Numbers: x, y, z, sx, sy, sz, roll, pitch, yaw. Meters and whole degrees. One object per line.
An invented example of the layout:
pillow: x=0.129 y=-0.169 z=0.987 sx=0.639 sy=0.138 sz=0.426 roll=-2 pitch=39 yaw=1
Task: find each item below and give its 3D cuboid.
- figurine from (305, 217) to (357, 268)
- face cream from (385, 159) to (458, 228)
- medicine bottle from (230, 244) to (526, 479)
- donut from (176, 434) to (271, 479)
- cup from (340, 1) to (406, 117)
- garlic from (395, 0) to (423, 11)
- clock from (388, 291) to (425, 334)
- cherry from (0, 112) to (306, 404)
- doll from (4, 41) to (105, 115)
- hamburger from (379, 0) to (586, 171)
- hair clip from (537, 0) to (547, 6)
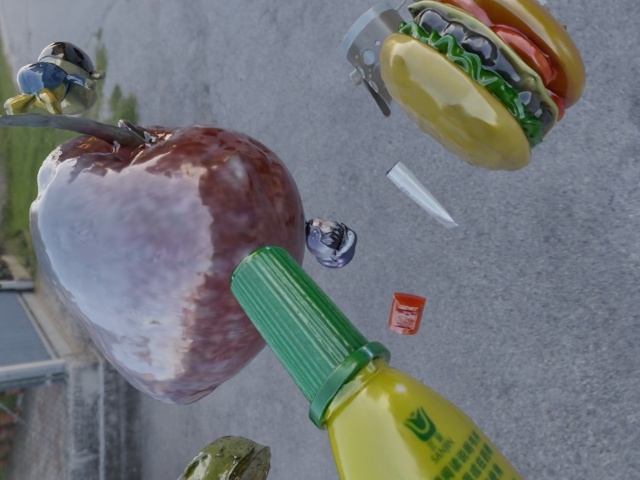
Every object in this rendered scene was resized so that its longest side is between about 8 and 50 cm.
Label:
figurine: x=0.000 y=0.000 z=1.416 sx=0.222 sy=0.145 sz=0.146 roll=18 pitch=109 yaw=6
face cream: x=0.288 y=-0.124 z=1.319 sx=0.243 sy=0.092 sz=0.058 roll=44 pitch=88 yaw=1
medicine bottle: x=0.042 y=0.124 z=0.319 sx=0.309 sy=0.111 sz=0.076 roll=49 pitch=136 yaw=20
donut: x=-0.192 y=0.462 z=0.808 sx=0.107 sy=0.272 sz=0.272 roll=25 pitch=112 yaw=18
cup: x=0.073 y=-0.195 z=0.535 sx=0.099 sy=0.074 sz=0.102 roll=51 pitch=131 yaw=6
garlic: x=0.276 y=-0.607 z=1.138 sx=0.207 sy=0.207 sz=0.257 roll=45 pitch=114 yaw=42
clock: x=0.303 y=0.265 z=1.650 sx=0.061 sy=0.113 sz=0.155 roll=-69 pitch=-14 yaw=-51
cherry: x=-0.185 y=0.009 z=0.566 sx=0.326 sy=0.291 sz=0.335 roll=30 pitch=124 yaw=13
doll: x=-0.336 y=-0.198 z=0.605 sx=0.179 sy=0.101 sz=0.089 roll=-92 pitch=-9 yaw=-47
hamburger: x=0.126 y=-0.131 z=0.374 sx=0.115 sy=0.162 sz=0.162 roll=-49 pitch=51 yaw=14
hair clip: x=0.522 y=-0.786 z=1.349 sx=0.331 sy=0.101 sz=0.085 roll=50 pitch=170 yaw=-6
